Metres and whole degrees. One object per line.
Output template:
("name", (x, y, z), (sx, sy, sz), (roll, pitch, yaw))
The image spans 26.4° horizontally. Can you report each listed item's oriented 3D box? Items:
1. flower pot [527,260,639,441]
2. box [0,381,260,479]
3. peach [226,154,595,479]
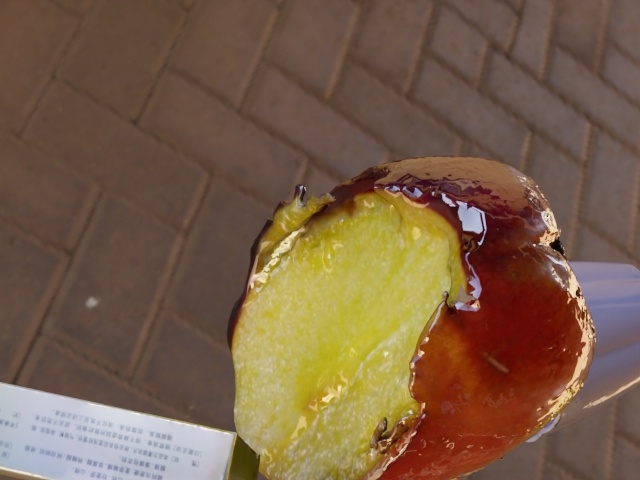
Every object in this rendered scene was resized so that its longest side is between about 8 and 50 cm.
("flower pot", (0.386, 0.152, 2.060), (0.243, 0.265, 0.265), (-11, 70, -21))
("box", (-0.182, 0.150, 0.995), (0.260, 0.175, 0.062), (10, 77, 6))
("peach", (0.086, 0.111, 1.465), (0.353, 0.416, 0.339), (61, 5, -50))
